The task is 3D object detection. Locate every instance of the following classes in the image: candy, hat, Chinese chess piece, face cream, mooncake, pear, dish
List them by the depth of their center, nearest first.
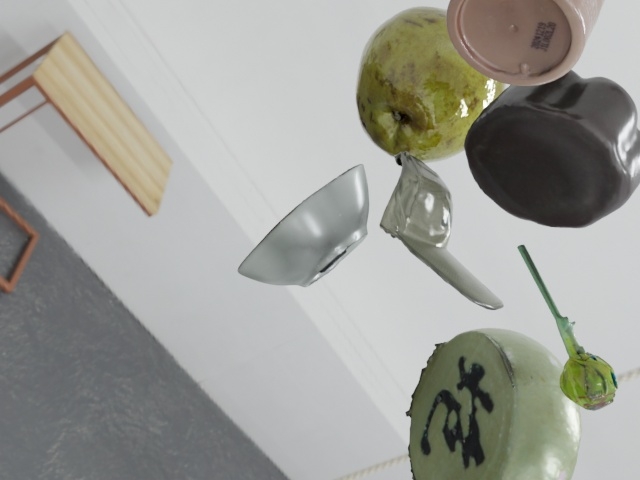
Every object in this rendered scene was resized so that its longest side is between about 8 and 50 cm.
[{"bbox_3d":[0.222,-0.255,0.745,0.149,0.149,0.104,51,58,-35],"label":"face cream"},{"bbox_3d":[0.261,0.092,0.760,0.062,0.058,0.194,86,-20,-82],"label":"candy"},{"bbox_3d":[0.000,0.000,0.773,0.066,0.190,0.190,50,18,6],"label":"dish"},{"bbox_3d":[0.337,-0.130,0.996,0.133,0.244,0.245,-46,117,-25],"label":"mooncake"},{"bbox_3d":[0.187,-0.015,1.030,0.244,0.149,0.214,29,3,7],"label":"hat"},{"bbox_3d":[0.291,0.327,1.224,0.146,0.349,0.350,16,40,-20],"label":"Chinese chess piece"},{"bbox_3d":[0.207,-0.286,1.348,0.304,0.303,0.304,52,22,-32],"label":"pear"}]
